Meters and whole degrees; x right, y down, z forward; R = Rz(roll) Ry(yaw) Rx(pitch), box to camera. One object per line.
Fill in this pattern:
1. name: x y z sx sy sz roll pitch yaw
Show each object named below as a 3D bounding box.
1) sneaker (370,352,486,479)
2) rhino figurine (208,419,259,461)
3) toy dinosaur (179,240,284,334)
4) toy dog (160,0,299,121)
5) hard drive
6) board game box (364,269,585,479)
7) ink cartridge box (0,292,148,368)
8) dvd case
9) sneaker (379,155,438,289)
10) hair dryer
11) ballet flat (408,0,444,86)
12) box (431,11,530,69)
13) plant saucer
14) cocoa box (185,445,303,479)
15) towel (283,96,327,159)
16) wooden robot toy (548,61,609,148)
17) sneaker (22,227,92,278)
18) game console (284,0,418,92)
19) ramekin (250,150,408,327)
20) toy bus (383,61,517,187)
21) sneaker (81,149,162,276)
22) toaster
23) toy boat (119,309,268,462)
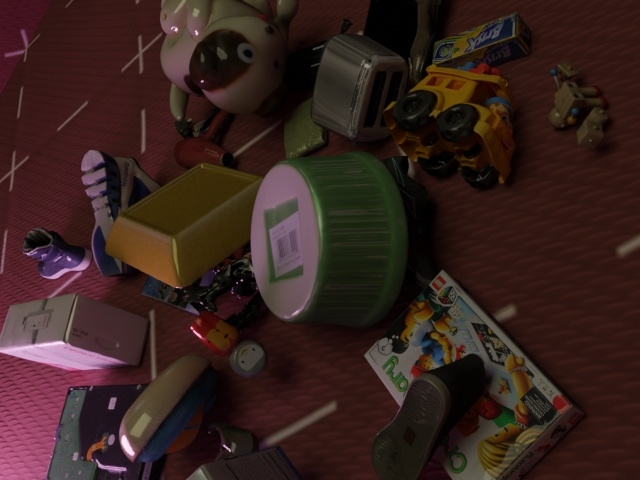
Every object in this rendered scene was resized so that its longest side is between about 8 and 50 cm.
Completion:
1. sneaker: 0.155 0.255 1.016 0.083 0.118 0.222 46 132 28
2. rhino figurine: -0.169 0.441 1.279 0.106 0.073 0.243 -9 63 43
3. toy dinosaur: -0.146 0.074 1.415 0.218 0.164 0.322 -42 12 -8
4. toy dog: -0.223 -0.427 1.639 0.395 0.284 0.408 -51 37 6
5. hard drive: -0.451 0.428 1.555 0.339 0.064 0.237 -11 60 38
6. board game box: 0.210 0.207 1.075 0.193 0.053 0.305 -50 43 10
7. ink cartridge box: -0.564 0.217 1.675 0.283 0.207 0.117 -11 62 38
8. dvd case: -0.299 0.064 1.655 0.253 0.022 0.180 11 74 46
9. sneaker: 0.148 -0.040 1.243 0.106 0.101 0.267 -25 62 0
10. hair dryer: -0.271 -0.269 1.778 0.223 0.080 0.293 -38 46 19
11. ballet flat: 0.196 -0.397 1.410 0.058 0.084 0.250 7 65 13
12. box: 0.288 -0.346 1.318 0.169 0.059 0.054 -12 60 38
13. plant saucer: -0.260 -0.061 1.525 0.333 0.081 0.333 -38 35 -28
14. cocoa box: -0.162 0.508 1.077 0.347 0.228 0.231 -46 67 13
15. towel: -0.033 -0.243 1.581 0.110 0.027 0.148 -27 50 28
16. wooden robot toy: 0.396 -0.199 1.148 0.079 0.076 0.173 113 153 -48
17. sneaker: -0.749 0.035 1.988 0.226 0.163 0.086 -15 59 38
18. game console: 0.062 -0.415 1.582 0.361 0.044 0.213 -7 61 40
19. ramekin: 0.000 0.000 1.226 0.303 0.148 0.303 4 95 61
20. toy bus: 0.253 -0.217 1.234 0.220 0.149 0.211 25 69 45
21. sneaker: -0.470 -0.072 1.821 0.127 0.182 0.315 -6 92 43
22. toaster: 0.077 -0.295 1.399 0.146 0.129 0.227 40 126 42
23. toy boat: -0.229 0.276 1.326 0.318 0.148 0.267 -53 -1 22
